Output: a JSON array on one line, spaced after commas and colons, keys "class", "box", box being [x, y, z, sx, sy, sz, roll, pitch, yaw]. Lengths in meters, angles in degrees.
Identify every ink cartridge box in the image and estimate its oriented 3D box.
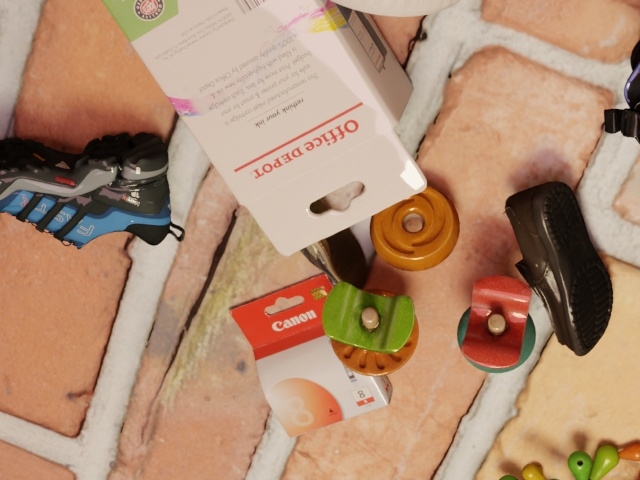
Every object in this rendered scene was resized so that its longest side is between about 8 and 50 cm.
[{"class": "ink cartridge box", "box": [-0.014, 0.144, 1.615, 0.145, 0.045, 0.179, -22, 113, 23]}, {"class": "ink cartridge box", "box": [-0.045, -0.181, 1.401, 0.207, 0.119, 0.353, -25, 108, 24]}]

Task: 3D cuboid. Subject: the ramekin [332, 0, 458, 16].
[{"class": "ramekin", "box": [0.064, -0.294, 1.216, 0.207, 0.207, 0.109, 15, 130, 6]}]

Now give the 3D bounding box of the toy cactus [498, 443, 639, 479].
[{"class": "toy cactus", "box": [0.328, 0.331, 1.606, 0.218, 0.112, 0.181, -7, 126, 8]}]

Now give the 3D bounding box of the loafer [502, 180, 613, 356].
[{"class": "loafer", "box": [0.262, 0.028, 1.474, 0.078, 0.080, 0.220, 10, 127, 47]}]

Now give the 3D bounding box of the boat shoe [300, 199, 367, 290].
[{"class": "boat shoe", "box": [0.000, 0.000, 1.532, 0.049, 0.056, 0.152, -5, 128, 46]}]

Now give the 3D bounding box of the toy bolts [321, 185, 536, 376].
[{"class": "toy bolts", "box": [0.138, 0.067, 1.509, 0.228, 0.158, 0.218, 16, 77, 12]}]

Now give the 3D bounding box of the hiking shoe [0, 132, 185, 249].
[{"class": "hiking shoe", "box": [-0.318, -0.044, 1.549, 0.304, 0.113, 0.132, -1, 117, 14]}]

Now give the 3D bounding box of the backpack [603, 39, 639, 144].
[{"class": "backpack", "box": [0.450, -0.159, 1.239, 0.263, 0.213, 0.276, 39, 126, 1]}]
